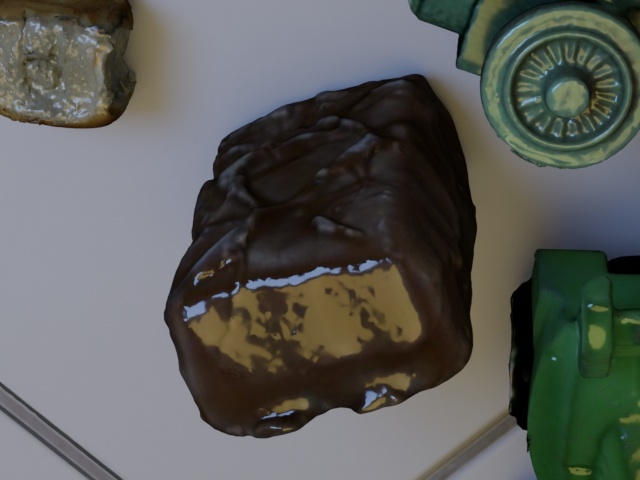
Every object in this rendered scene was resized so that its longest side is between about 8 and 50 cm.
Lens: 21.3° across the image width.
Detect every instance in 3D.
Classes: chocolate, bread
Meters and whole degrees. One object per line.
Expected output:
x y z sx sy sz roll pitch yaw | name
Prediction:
0.000 0.000 0.877 0.148 0.214 0.093 -18 116 15 | chocolate
-0.143 -0.097 0.920 0.083 0.070 0.077 9 118 4 | bread

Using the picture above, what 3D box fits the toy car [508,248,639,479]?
0.211 0.129 0.942 0.213 0.176 0.359 1 124 6 | toy car

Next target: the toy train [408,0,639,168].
0.205 -0.131 0.831 0.304 0.150 0.221 18 112 -3 | toy train
